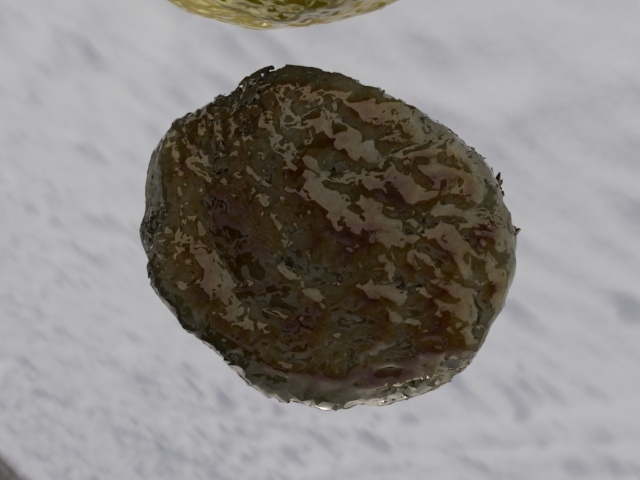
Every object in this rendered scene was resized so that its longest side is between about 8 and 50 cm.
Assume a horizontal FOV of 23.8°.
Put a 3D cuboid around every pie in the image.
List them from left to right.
[{"bbox_3d":[0.000,0.000,0.765,0.193,0.163,0.079,31,165,7],"label":"pie"}]

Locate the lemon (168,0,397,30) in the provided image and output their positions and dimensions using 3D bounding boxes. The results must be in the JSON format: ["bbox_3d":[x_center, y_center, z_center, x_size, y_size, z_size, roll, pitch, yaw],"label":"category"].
[{"bbox_3d":[-0.010,-0.240,0.768,0.253,0.253,0.310,46,143,-4],"label":"lemon"}]
